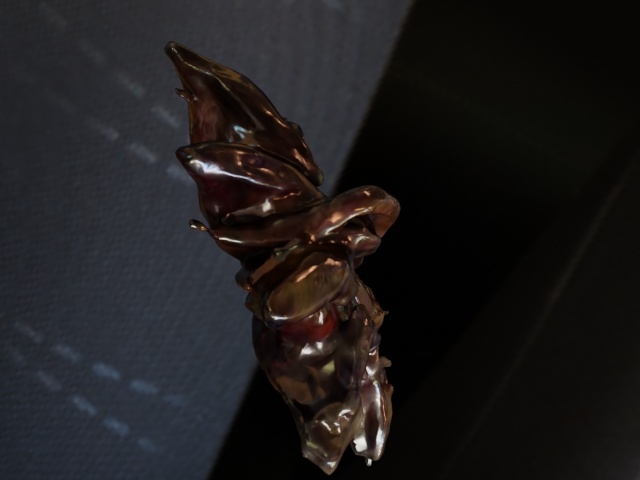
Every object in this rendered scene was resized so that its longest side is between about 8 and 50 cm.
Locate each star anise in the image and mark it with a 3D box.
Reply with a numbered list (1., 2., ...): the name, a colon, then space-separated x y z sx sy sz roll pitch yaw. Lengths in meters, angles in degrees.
1. star anise: 0.000 0.000 0.909 0.272 0.102 0.272 -23 90 -81
